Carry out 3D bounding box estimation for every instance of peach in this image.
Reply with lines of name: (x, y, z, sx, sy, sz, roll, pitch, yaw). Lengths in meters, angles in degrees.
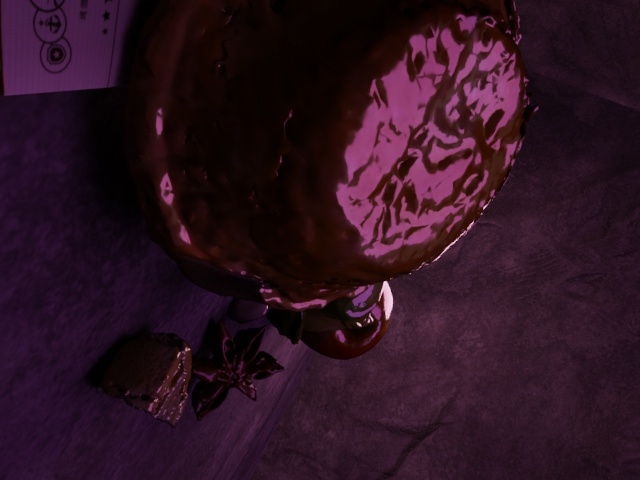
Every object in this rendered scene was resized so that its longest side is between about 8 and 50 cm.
peach: (0.051, 0.172, 1.380, 0.332, 0.308, 0.307, -111, -141, -62)

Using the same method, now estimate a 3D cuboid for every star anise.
star anise: (-0.182, 0.243, 0.937, 0.213, 0.111, 0.196, -32, 141, -7)

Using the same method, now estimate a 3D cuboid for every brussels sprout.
brussels sprout: (0.005, 0.082, 1.048, 0.227, 0.260, 0.293, 99, -1, -83)

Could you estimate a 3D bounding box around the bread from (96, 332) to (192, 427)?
bread: (-0.227, 0.181, 0.660, 0.156, 0.103, 0.110, 105, 3, -63)

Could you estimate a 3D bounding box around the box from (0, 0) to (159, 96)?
box: (-0.165, -0.164, 0.308, 0.245, 0.035, 0.138, -44, 158, -60)

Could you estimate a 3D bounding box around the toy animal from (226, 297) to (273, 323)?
toy animal: (0.000, 0.000, 0.794, 0.345, 0.194, 0.302, -17, 172, -10)

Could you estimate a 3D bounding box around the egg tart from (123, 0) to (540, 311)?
egg tart: (0.053, -0.095, 0.464, 0.444, 0.178, 0.442, -17, 126, -24)
